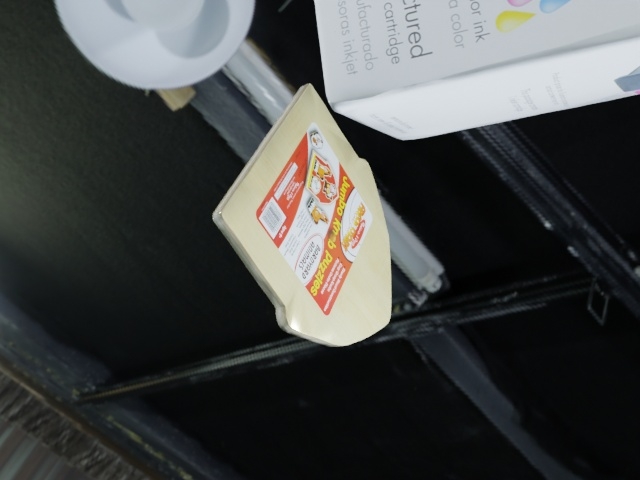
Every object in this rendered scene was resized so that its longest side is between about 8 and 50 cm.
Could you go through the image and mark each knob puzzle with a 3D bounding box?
[{"bbox_3d":[0.000,0.000,0.603,0.030,0.213,0.213,-13,-55,34],"label":"knob puzzle"}]

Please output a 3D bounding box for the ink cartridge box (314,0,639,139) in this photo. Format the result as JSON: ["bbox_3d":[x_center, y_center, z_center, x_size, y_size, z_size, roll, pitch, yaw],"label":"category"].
[{"bbox_3d":[0.172,-0.183,0.339,0.353,0.119,0.207,-9,-95,21],"label":"ink cartridge box"}]
